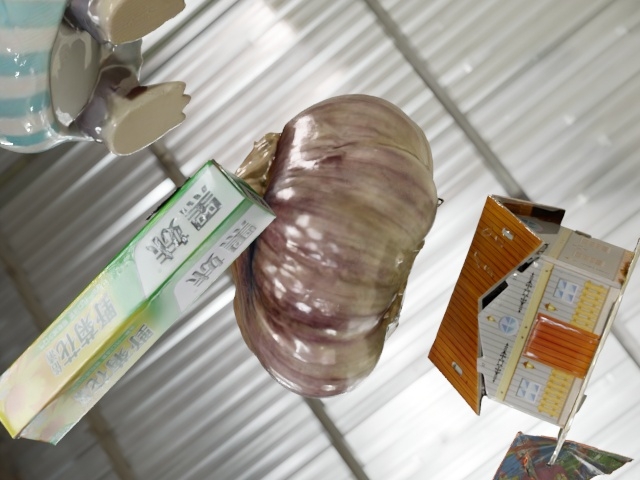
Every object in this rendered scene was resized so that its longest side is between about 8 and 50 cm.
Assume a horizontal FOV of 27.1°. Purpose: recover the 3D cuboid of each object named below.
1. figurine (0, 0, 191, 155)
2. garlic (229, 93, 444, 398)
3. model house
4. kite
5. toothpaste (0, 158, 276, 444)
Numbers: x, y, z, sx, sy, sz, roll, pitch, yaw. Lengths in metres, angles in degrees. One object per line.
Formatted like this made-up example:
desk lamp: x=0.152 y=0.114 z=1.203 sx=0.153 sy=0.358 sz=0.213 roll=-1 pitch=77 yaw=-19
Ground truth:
figurine: x=-0.341 y=-0.120 z=0.869 sx=0.361 sy=0.377 sz=0.266 roll=32 pitch=144 yaw=22
garlic: x=0.000 y=0.000 z=1.023 sx=0.160 sy=0.245 sz=0.245 roll=16 pitch=-168 yaw=0
model house: x=0.169 y=0.039 z=1.051 sx=0.136 sy=0.219 sz=0.207 roll=21 pitch=-160 yaw=13
kite: x=0.210 y=0.237 z=1.264 sx=0.159 sy=0.190 sz=0.010 roll=64 pitch=179 yaw=-35
toothpaste: x=-0.102 y=0.035 z=0.708 sx=0.037 sy=0.178 sz=0.043 roll=47 pitch=-175 yaw=28
